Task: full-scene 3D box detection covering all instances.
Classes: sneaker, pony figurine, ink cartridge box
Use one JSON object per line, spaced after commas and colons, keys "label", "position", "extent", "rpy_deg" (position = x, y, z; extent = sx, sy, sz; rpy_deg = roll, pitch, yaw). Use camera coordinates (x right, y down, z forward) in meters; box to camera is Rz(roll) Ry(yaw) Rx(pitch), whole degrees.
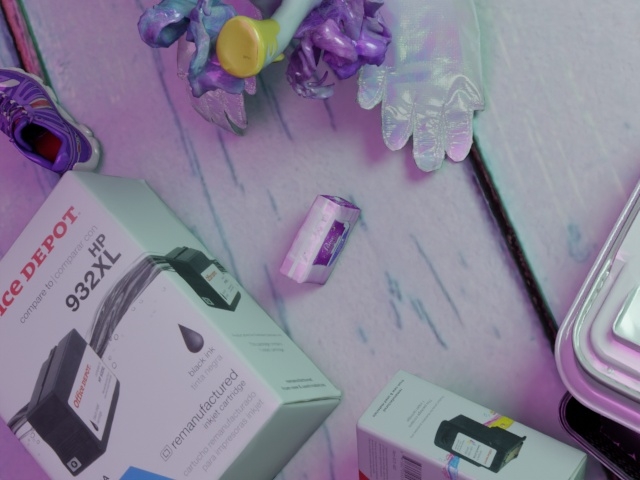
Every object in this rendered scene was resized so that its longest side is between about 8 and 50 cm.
{"label": "sneaker", "position": [-0.293, -0.122, 1.415], "extent": [0.170, 0.071, 0.068], "rpy_deg": [36, 102, 24]}
{"label": "pony figurine", "position": [-0.020, -0.231, 1.174], "extent": [0.302, 0.363, 0.351], "rpy_deg": [9, 106, 19]}
{"label": "ink cartridge box", "position": [-0.171, 0.118, 1.306], "extent": [0.307, 0.129, 0.223], "rpy_deg": [46, 106, 22]}
{"label": "ink cartridge box", "position": [0.122, 0.200, 1.155], "extent": [0.175, 0.072, 0.127], "rpy_deg": [23, 139, 25]}

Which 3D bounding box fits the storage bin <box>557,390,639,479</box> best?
{"label": "storage bin", "position": [0.292, 0.146, 1.103], "extent": [0.180, 0.084, 0.122], "rpy_deg": [40, 104, 24]}

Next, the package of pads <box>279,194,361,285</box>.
{"label": "package of pads", "position": [0.000, 0.000, 1.274], "extent": [0.032, 0.050, 0.083], "rpy_deg": [31, 101, 24]}

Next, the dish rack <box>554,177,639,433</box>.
{"label": "dish rack", "position": [0.363, 0.045, 1.021], "extent": [0.332, 0.072, 0.286], "rpy_deg": [26, 78, 22]}
